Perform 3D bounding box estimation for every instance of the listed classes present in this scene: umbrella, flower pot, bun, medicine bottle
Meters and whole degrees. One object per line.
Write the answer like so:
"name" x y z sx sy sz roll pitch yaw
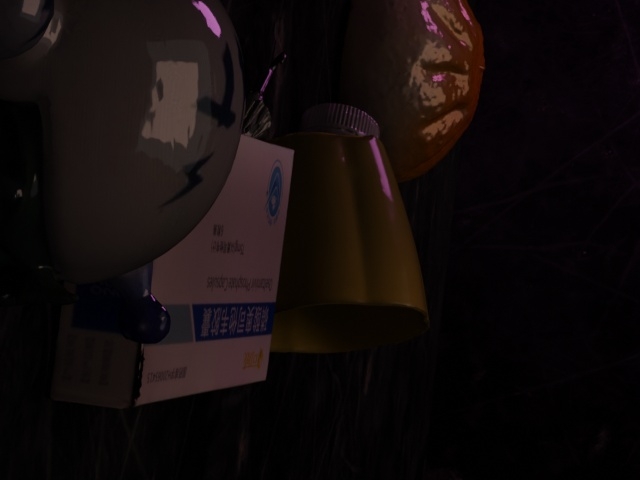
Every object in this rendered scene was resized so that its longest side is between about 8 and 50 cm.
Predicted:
"umbrella" -0.078 -0.074 1.536 0.044 0.044 0.269 -39 -161 45
"flower pot" 0.000 0.000 1.630 0.195 0.195 0.179 64 21 -72
"bun" 0.125 -0.221 2.209 0.299 0.164 0.299 7 90 -82
"medicine bottle" 0.005 -0.043 1.849 0.132 0.088 0.188 80 19 -60

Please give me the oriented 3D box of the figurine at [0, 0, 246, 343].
"figurine" -0.118 -0.143 0.827 0.261 0.186 0.382 -25 126 -72

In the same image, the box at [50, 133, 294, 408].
"box" -0.099 0.015 1.304 0.343 0.065 0.200 8 89 -77
